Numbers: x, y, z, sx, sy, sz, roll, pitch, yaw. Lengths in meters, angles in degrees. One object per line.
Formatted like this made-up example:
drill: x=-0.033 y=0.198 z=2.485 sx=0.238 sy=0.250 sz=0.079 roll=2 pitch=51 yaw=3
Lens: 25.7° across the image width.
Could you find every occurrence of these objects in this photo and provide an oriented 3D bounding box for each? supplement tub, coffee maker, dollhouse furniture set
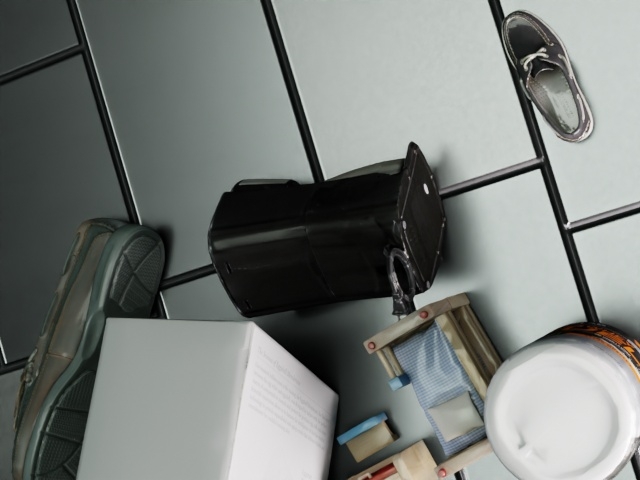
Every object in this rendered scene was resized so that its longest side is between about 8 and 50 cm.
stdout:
supplement tub: x=0.203 y=0.126 z=1.102 sx=0.117 sy=0.190 sz=0.117 roll=1 pitch=93 yaw=19
coffee maker: x=0.000 y=0.000 z=1.182 sx=0.178 sy=0.171 sz=0.120 roll=-10 pitch=103 yaw=21
dollhouse furniture set: x=0.062 y=0.149 z=1.186 sx=0.184 sy=0.129 sz=0.129 roll=-32 pitch=81 yaw=18

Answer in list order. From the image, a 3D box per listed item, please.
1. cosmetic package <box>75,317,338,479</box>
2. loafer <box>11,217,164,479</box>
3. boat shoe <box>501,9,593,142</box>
cosmetic package: x=-0.092 y=0.202 z=1.159 sx=0.138 sy=0.224 sz=0.224 roll=2 pitch=69 yaw=20
loafer: x=-0.228 y=0.106 z=1.309 sx=0.084 sy=0.096 sz=0.267 roll=17 pitch=82 yaw=35
boat shoe: x=0.188 y=-0.139 z=1.178 sx=0.046 sy=0.038 sz=0.125 roll=-26 pitch=83 yaw=19
